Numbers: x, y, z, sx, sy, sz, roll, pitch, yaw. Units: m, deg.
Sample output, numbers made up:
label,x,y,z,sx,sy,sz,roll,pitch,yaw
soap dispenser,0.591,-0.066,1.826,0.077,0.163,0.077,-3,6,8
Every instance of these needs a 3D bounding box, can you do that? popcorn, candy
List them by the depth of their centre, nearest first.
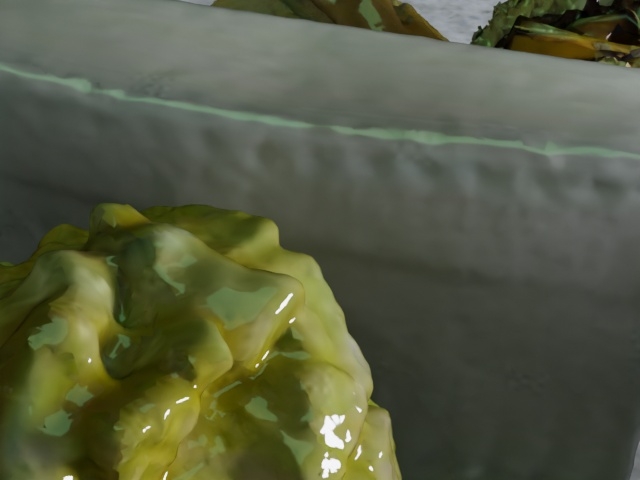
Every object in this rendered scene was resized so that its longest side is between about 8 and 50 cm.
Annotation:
label,x,y,z,sx,sy,sz,roll,pitch,yaw
popcorn,-0.085,0.095,0.722,0.259,0.212,0.259,5,25,-3
candy,0.000,-0.003,0.886,0.358,0.208,0.145,8,31,4

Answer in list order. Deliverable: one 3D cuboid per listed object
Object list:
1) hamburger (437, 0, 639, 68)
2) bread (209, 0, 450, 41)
label,x,y,z,sx,sy,sz,roll,pitch,yaw
hamburger,0.183,-0.081,1.014,0.243,0.262,0.139,6,63,-10
bread,0.013,-0.110,1.130,0.251,0.133,0.174,-9,33,-22
